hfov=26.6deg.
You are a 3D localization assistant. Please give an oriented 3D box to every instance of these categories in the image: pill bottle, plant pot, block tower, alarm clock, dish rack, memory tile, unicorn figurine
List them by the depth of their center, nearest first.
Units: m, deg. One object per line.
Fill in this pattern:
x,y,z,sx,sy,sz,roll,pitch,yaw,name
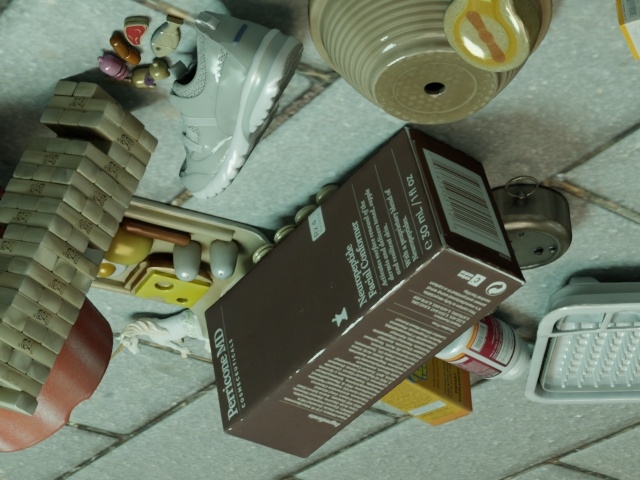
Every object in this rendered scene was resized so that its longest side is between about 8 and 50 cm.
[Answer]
0.106,-0.188,1.294,0.237,0.110,0.237,0,149,0,plant pot
-0.281,0.002,1.383,0.091,0.335,0.097,8,159,36,block tower
-0.391,0.085,1.523,0.272,0.272,0.265,-19,129,28,plant pot
0.239,-0.021,1.637,0.129,0.064,0.192,-3,147,4,alarm clock
0.000,0.000,1.656,0.148,0.012,0.113,-43,134,18,memory tile
0.222,0.143,1.891,0.086,0.086,0.152,-26,142,36,pill bottle
0.434,0.136,1.898,0.285,0.072,0.333,-2,150,1,dish rack
-0.207,0.131,1.901,0.162,0.060,0.111,-30,141,16,unicorn figurine

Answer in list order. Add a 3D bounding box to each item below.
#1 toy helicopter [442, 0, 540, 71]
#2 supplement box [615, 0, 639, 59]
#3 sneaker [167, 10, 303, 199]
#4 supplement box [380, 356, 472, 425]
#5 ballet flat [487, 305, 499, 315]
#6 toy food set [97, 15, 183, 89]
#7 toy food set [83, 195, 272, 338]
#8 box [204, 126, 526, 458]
0.117,-0.283,1.086,0.235,0.140,0.355,15,141,21,toy helicopter
0.343,-0.218,1.317,0.098,0.036,0.062,-14,147,21,supplement box
-0.106,-0.147,1.405,0.115,0.105,0.281,31,145,-2,sneaker
0.127,0.198,1.993,0.080,0.078,0.233,-25,143,35,supplement box
0.121,0.066,1.770,0.249,0.084,0.058,6,148,-23,ballet flat
-0.187,-0.186,1.379,0.078,0.019,0.122,7,149,-13,toy food set
-0.234,0.044,1.704,0.306,0.092,0.220,15,146,-24,toy food set
0.038,0.067,1.572,0.143,0.191,0.381,22,128,-35,box
